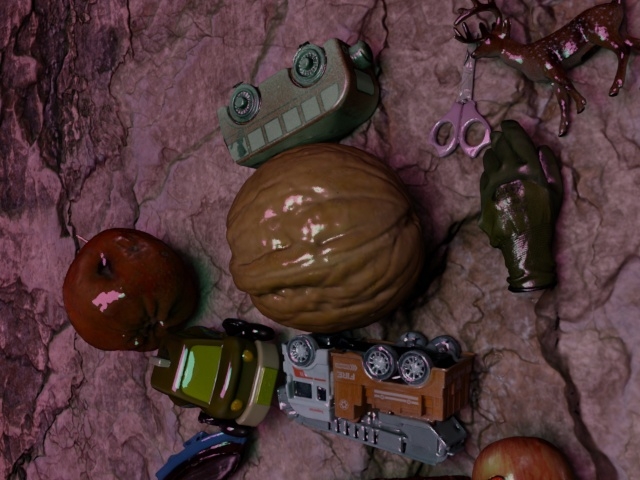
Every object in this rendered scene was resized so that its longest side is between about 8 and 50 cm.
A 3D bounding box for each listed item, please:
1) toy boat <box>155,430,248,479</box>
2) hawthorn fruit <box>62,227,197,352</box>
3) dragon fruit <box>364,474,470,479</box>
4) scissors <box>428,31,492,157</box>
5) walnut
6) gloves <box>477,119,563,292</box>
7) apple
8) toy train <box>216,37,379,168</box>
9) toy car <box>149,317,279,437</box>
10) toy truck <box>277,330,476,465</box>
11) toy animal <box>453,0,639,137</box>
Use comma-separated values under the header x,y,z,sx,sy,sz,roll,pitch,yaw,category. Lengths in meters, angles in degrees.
x,y,z,sx,sy,sz,roll,pitch,yaw,category
-0.218,0.415,1.368,0.223,0.100,0.097,-36,30,20,toy boat
-0.377,0.099,1.424,0.258,0.258,0.262,-61,26,12,hawthorn fruit
0.052,0.494,1.084,0.329,0.228,0.286,-6,82,32,dragon fruit
0.238,-0.240,1.175,0.110,0.021,0.212,7,88,33,scissors
0.000,0.000,1.149,0.332,0.333,0.333,-5,81,34,walnut
0.297,-0.055,1.067,0.135,0.107,0.268,-9,75,2,gloves
0.284,0.348,0.992,0.146,0.146,0.131,-25,49,29,apple
-0.037,-0.242,1.300,0.326,0.129,0.159,-24,76,29,toy train
-0.209,0.229,1.279,0.248,0.198,0.204,-1,74,57,toy car
0.070,0.242,1.164,0.338,0.133,0.184,2,94,32,toy truck
0.349,-0.292,1.085,0.243,0.087,0.260,-25,68,15,toy animal
